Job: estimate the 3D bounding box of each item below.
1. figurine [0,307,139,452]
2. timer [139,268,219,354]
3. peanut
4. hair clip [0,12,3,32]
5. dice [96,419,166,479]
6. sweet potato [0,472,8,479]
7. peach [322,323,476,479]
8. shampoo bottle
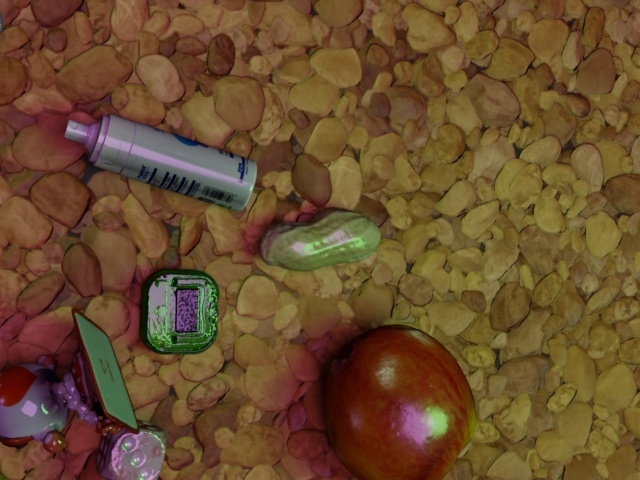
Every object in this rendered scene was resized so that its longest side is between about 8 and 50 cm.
[{"bbox_3d":[-0.421,0.242,1.518,0.226,0.160,0.183,-24,66,-1],"label":"figurine"},{"bbox_3d":[-0.229,0.116,1.648,0.128,0.047,0.140,3,91,-22],"label":"timer"},{"bbox_3d":[0.000,0.000,1.709,0.214,0.090,0.099,-13,109,-21],"label":"peanut"},{"bbox_3d":[-0.530,-0.358,1.492,0.137,0.090,0.279,15,86,-12],"label":"hair clip"},{"bbox_3d":[-0.300,0.335,1.605,0.091,0.094,0.093,15,85,-20],"label":"dice"},{"bbox_3d":[-0.580,0.370,1.515,0.243,0.077,0.077,5,90,-13],"label":"sweet potato"},{"bbox_3d":[0.123,0.283,1.696,0.280,0.238,0.281,3,99,19],"label":"peach"},{"bbox_3d":[-0.256,-0.131,1.606,0.303,0.092,0.092,18,86,-20],"label":"shampoo bottle"}]
